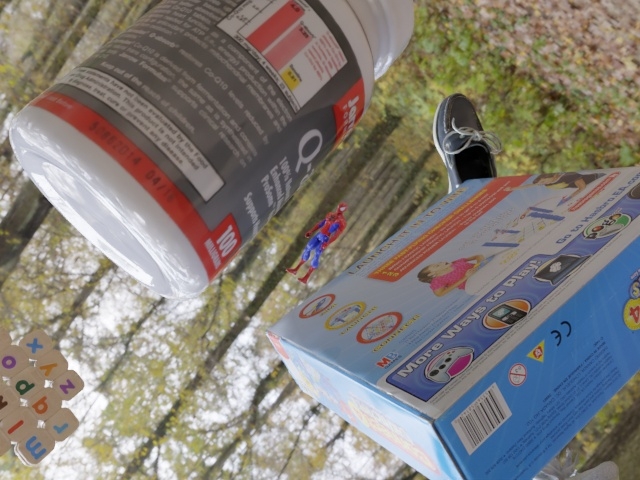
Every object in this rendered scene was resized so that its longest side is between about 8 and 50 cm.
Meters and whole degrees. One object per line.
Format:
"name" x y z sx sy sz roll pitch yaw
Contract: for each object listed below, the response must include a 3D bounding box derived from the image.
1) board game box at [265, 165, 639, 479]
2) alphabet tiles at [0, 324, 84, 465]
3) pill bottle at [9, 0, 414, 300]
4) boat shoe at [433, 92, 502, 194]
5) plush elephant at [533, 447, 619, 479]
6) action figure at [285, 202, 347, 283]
"board game box" 0.139 0.051 0.547 0.086 0.308 0.302 60 161 -14
"alphabet tiles" -0.628 0.313 1.245 0.284 0.021 0.278 54 -150 -6
"pill bottle" -0.079 -0.138 0.578 0.210 0.363 0.210 34 156 17
"boat shoe" 0.236 -0.134 0.972 0.095 0.255 0.079 5 158 -9
"plush elephant" 0.218 0.347 0.597 0.255 0.272 0.330 22 -139 -34
"action figure" 0.000 0.000 0.784 0.038 0.115 0.030 36 -178 38
